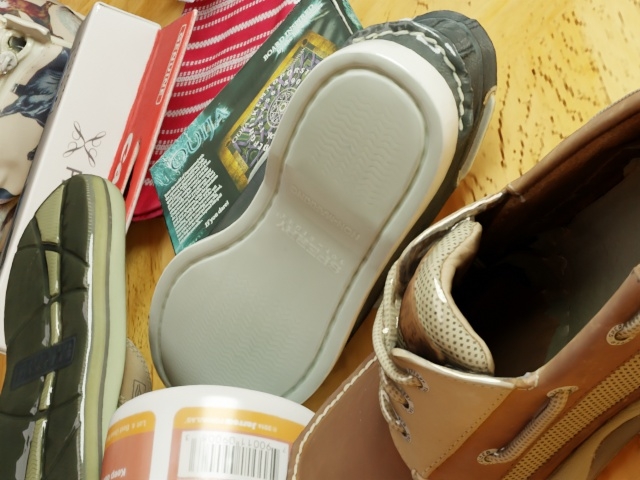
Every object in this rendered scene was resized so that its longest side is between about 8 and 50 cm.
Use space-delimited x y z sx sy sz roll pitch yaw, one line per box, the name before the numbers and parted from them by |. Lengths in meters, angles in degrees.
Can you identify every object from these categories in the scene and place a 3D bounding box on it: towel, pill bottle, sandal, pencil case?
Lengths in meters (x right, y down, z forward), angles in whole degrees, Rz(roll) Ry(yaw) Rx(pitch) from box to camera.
towel | -0.072 -0.145 0.925 0.199 0.031 0.274 -4 69 57
pill bottle | -0.059 0.192 0.604 0.121 0.121 0.216 -31 47 47
sandal | -0.140 0.104 0.728 0.120 0.086 0.302 -15 61 40
pencil case | -0.360 -0.054 1.195 0.410 0.160 0.183 -62 -3 11

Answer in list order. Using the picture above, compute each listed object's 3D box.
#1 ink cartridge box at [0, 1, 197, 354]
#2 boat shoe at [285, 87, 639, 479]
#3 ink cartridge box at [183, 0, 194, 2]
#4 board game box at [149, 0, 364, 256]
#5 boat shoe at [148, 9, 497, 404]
ink cartridge box | -0.199 -0.045 0.982 0.261 0.066 0.296 -173 101 -72
boat shoe | 0.075 0.034 0.489 0.324 0.116 0.123 -43 39 37
ink cartridge box | -0.096 -0.296 0.998 0.208 0.045 0.206 -57 29 -4
board game box | -0.034 -0.065 0.782 0.186 0.026 0.126 -44 43 22
boat shoe | 0.000 0.000 0.664 0.091 0.114 0.302 -40 -5 -47
